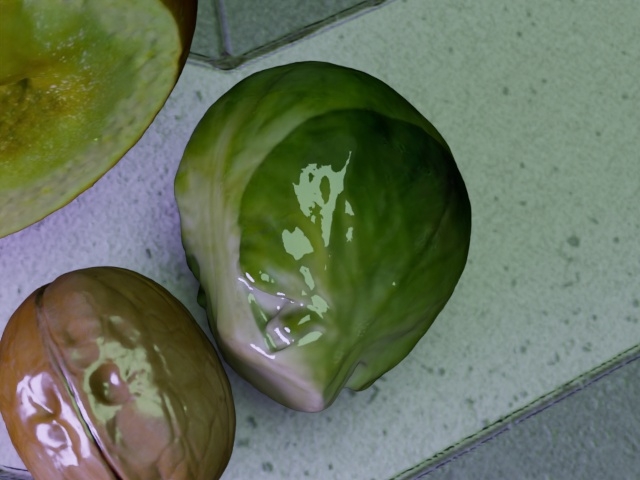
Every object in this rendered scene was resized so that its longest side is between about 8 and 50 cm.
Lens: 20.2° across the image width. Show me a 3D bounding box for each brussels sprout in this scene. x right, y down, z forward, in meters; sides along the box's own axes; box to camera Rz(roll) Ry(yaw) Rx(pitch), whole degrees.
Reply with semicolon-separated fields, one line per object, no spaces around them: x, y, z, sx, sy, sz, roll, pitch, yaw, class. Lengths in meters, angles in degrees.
0.000;0.000;1.389;0.219;0.210;0.271;39;57;-39;brussels sprout

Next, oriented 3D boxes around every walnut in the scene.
-0.155;0.118;1.349;0.167;0.167;0.207;-24;78;-19;walnut

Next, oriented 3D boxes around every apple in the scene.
-0.284;-0.167;1.277;0.374;0.384;0.374;-2;95;-17;apple
